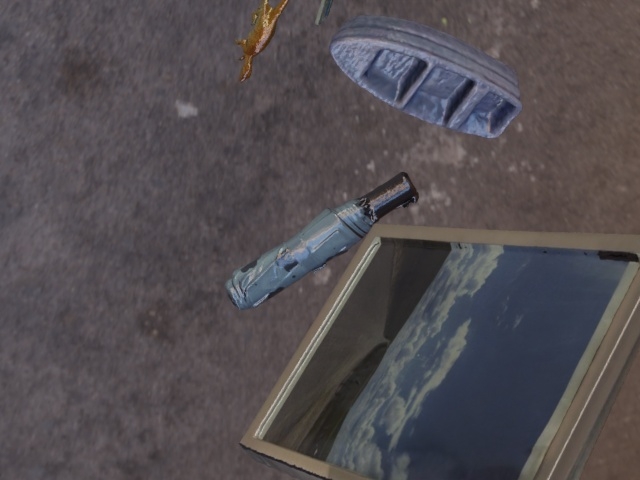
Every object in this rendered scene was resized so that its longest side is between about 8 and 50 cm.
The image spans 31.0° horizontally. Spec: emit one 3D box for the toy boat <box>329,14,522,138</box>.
[{"bbox_3d":[0.145,-0.234,1.622,0.283,0.078,0.127,22,147,-12],"label":"toy boat"}]

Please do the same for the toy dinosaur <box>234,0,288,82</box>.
[{"bbox_3d":[-0.078,-0.324,1.764,0.039,0.126,0.162,18,152,-36],"label":"toy dinosaur"}]

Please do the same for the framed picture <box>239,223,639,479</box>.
[{"bbox_3d":[0.070,0.073,0.678,0.023,0.260,0.189,42,70,-29],"label":"framed picture"}]

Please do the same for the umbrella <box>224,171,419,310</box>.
[{"bbox_3d":[-0.001,-0.002,1.327,0.250,0.052,0.053,-34,124,6],"label":"umbrella"}]

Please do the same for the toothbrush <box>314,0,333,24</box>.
[{"bbox_3d":[0.028,-0.325,1.251,0.028,0.026,0.294,44,153,7],"label":"toothbrush"}]
